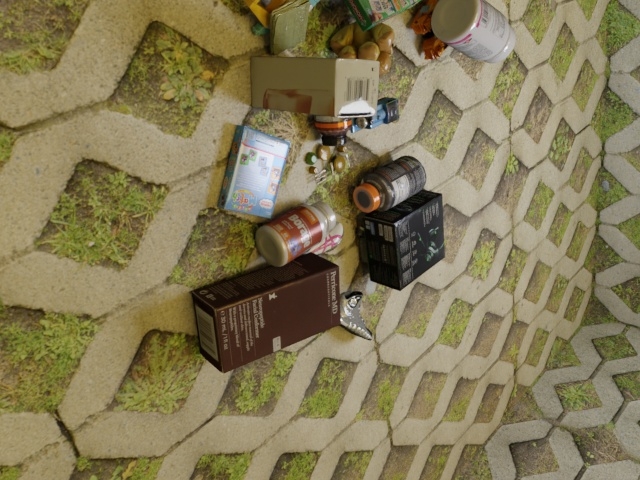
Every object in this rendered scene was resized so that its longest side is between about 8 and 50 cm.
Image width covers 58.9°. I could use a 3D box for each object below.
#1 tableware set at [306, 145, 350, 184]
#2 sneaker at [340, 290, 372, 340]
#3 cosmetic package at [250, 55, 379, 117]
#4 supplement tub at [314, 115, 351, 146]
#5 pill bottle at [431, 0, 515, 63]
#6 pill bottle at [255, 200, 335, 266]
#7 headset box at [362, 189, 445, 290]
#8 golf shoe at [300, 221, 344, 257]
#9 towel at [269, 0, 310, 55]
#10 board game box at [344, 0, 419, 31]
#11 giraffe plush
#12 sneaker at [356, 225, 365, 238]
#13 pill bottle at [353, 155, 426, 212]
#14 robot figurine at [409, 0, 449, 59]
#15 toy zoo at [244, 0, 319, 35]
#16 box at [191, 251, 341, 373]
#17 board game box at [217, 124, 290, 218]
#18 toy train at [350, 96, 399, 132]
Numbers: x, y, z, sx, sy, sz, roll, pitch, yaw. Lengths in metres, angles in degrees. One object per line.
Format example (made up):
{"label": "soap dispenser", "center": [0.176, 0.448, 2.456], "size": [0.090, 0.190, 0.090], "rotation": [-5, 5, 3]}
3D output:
{"label": "tableware set", "center": [0.022, -0.234, 1.652], "size": [0.154, 0.024, 0.104], "rotation": [-33, 122, -33]}
{"label": "sneaker", "center": [0.123, 0.239, 1.869], "size": [0.229, 0.086, 0.132], "rotation": [37, 74, -45]}
{"label": "cosmetic package", "center": [-0.019, -0.372, 1.361], "size": [0.153, 0.296, 0.129], "rotation": [-14, 114, -41]}
{"label": "supplement tub", "center": [0.033, -0.362, 1.559], "size": [0.106, 0.106, 0.197], "rotation": [-24, 120, -39]}
{"label": "pill bottle", "center": [0.484, -0.656, 1.763], "size": [0.283, 0.160, 0.160], "rotation": [5, 99, -47]}
{"label": "pill bottle", "center": [-0.063, -0.026, 1.558], "size": [0.216, 0.121, 0.121], "rotation": [-32, 124, -35]}
{"label": "headset box", "center": [0.289, -0.014, 1.874], "size": [0.283, 0.131, 0.246], "rotation": [-31, 124, -36]}
{"label": "golf shoe", "center": [0.000, 0.000, 1.671], "size": [0.186, 0.067, 0.086], "rotation": [-46, 130, -26]}
{"label": "towel", "center": [-0.078, -0.522, 1.379], "size": [0.110, 0.027, 0.148], "rotation": [-32, 162, -17]}
{"label": "board game box", "center": [0.105, -0.718, 1.457], "size": [0.213, 0.046, 0.317], "rotation": [-37, 100, -33]}
{"label": "giraffe plush", "center": [0.135, -0.531, 1.595], "size": [0.170, 0.181, 0.210], "rotation": [52, 30, -53]}
{"label": "sneaker", "center": [0.143, -0.020, 1.846], "size": [0.035, 0.031, 0.083], "rotation": [-48, 137, 4]}
{"label": "pill bottle", "center": [0.213, -0.172, 1.790], "size": [0.246, 0.130, 0.130], "rotation": [-29, 123, -36]}
{"label": "robot figurine", "center": [0.403, -0.737, 1.832], "size": [0.291, 0.085, 0.211], "rotation": [-57, 136, -16]}
{"label": "toy zoo", "center": [-0.059, -0.597, 1.325], "size": [0.293, 0.030, 0.192], "rotation": [-45, 162, 18]}
{"label": "box", "center": [-0.132, 0.183, 1.509], "size": [0.381, 0.143, 0.191], "rotation": [-19, 117, -34]}
{"label": "board game box", "center": [-0.169, -0.172, 1.460], "size": [0.160, 0.039, 0.211], "rotation": [11, 94, -47]}
{"label": "toy train", "center": [0.147, -0.372, 1.672], "size": [0.184, 0.105, 0.080], "rotation": [-30, 123, -37]}
